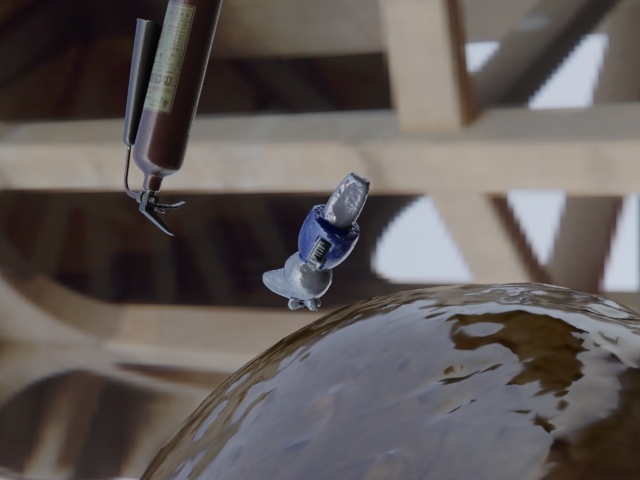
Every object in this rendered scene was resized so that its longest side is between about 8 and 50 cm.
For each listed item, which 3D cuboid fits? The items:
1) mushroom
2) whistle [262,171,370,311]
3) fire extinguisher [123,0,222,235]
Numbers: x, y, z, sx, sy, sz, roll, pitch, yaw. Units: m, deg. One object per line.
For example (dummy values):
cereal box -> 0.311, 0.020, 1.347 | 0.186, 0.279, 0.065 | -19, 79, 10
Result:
mushroom -> 0.026, 0.169, 0.548 | 0.239, 0.345, 0.345 | -8, -84, -39
whistle -> 0.000, 0.000, 0.970 | 0.083, 0.033, 0.029 | -60, 5, 27
fire extinguisher -> -0.085, -0.092, 1.064 | 0.035, 0.049, 0.173 | 15, -92, -83
